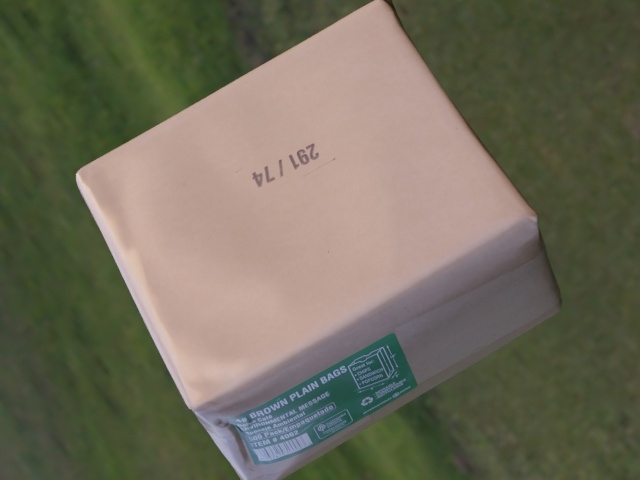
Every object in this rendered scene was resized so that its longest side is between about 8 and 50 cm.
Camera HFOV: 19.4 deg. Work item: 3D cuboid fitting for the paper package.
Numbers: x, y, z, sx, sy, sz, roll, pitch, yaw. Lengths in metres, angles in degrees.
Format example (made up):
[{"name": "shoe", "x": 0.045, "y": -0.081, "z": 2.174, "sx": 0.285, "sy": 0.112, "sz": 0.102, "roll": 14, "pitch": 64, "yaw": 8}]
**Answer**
[{"name": "paper package", "x": 0.000, "y": 0.000, "z": 1.610, "sx": 0.309, "sy": 0.325, "sz": 0.168, "roll": 59, "pitch": 178, "yaw": 38}]
